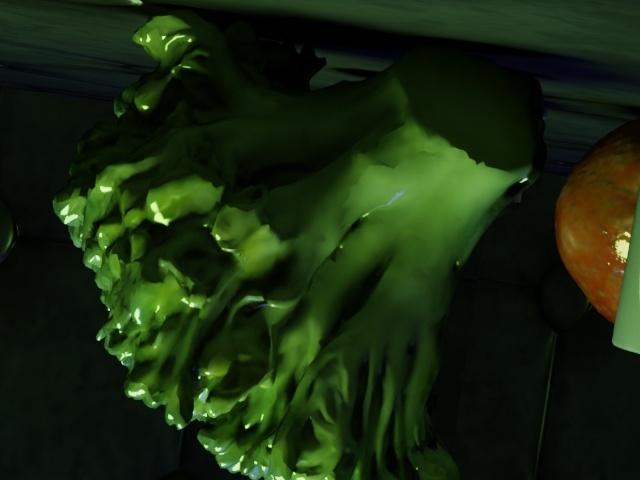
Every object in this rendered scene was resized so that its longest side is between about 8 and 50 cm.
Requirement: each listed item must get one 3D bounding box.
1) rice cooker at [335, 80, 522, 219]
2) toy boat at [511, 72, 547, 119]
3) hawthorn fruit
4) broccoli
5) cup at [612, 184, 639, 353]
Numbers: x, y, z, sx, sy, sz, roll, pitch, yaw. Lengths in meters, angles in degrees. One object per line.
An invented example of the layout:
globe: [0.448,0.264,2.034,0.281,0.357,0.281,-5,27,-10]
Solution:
rice cooker: [0.068,-0.061,1.167,0.165,0.106,0.112,-4,-170,-21]
toy boat: [0.097,-0.082,0.956,0.083,0.038,0.038,8,-178,-27]
hawthorn fruit: [0.235,-0.019,1.066,0.165,0.165,0.285,9,173,9]
broccoli: [0.000,0.000,0.861,0.288,0.245,0.248,41,-148,-2]
cup: [0.208,-0.007,0.837,0.174,0.142,0.134,7,-177,-24]
